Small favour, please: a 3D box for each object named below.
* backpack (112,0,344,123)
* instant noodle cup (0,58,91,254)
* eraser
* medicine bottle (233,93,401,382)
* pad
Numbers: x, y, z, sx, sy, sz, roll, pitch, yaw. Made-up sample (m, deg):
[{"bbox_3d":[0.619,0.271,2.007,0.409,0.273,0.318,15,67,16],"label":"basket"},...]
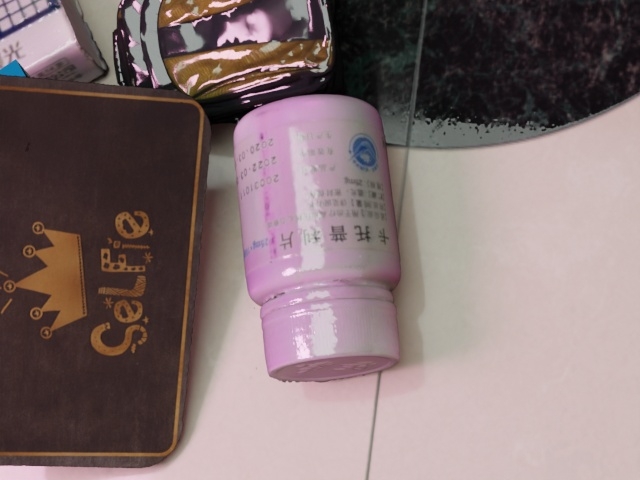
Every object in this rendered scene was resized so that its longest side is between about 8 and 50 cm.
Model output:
[{"bbox_3d":[-0.097,-0.203,1.650,0.258,0.133,0.206,-11,83,17],"label":"backpack"},{"bbox_3d":[-0.326,-0.043,1.614,0.178,0.240,0.240,-26,72,-5],"label":"instant noodle cup"},{"bbox_3d":[-0.382,-0.175,1.724,0.287,0.086,0.130,-26,71,6],"label":"eraser"},{"bbox_3d":[0.000,0.000,1.559,0.152,0.152,0.255,-10,74,11],"label":"medicine bottle"},{"bbox_3d":[-0.196,0.042,1.532,0.314,0.063,0.376,2,100,-20],"label":"pad"}]
